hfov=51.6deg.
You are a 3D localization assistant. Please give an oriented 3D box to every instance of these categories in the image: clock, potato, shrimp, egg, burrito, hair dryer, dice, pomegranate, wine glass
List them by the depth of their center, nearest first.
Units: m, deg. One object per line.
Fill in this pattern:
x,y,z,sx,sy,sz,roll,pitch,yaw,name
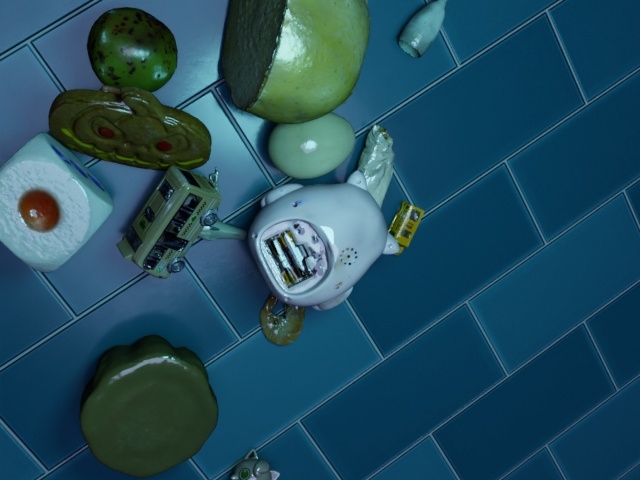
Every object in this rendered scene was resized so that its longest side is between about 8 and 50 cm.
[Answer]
-0.472,-0.428,1.643,0.231,0.231,0.285,11,98,-18,pomegranate
-0.682,-0.095,1.648,0.243,0.251,0.259,-43,109,-1,dice
-0.044,-0.506,1.683,0.320,0.385,0.442,10,89,-28,potato
0.329,-0.677,1.809,0.096,0.264,0.309,36,91,9,wine glass
0.000,0.000,1.818,0.377,0.250,0.368,-26,94,2,clock
-0.022,-0.268,1.829,0.254,0.188,0.188,-14,105,-21,egg
-0.270,-0.084,1.882,0.167,0.067,0.199,27,79,-28,hair dryer
0.142,-0.143,1.964,0.117,0.076,0.392,12,101,-24,burrito
-0.109,0.203,1.989,0.133,0.053,0.236,13,102,2,shrimp

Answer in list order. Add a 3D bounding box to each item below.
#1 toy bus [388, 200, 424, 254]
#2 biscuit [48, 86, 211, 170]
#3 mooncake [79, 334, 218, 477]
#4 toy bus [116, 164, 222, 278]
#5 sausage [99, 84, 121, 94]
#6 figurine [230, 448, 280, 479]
0.251,-0.033,2.017,0.070,0.074,0.162,24,93,-20,toy bus
-0.464,-0.262,1.636,0.394,0.350,0.070,8,70,-14,biscuit
-0.479,0.455,1.860,0.379,0.201,0.378,-5,107,-16,mooncake
-0.400,-0.046,1.750,0.157,0.139,0.289,21,112,-48,toy bus
-0.452,-0.330,1.612,0.177,0.040,0.047,20,135,-38,sausage
-0.209,0.727,2.028,0.138,0.125,0.125,-45,110,-16,figurine
